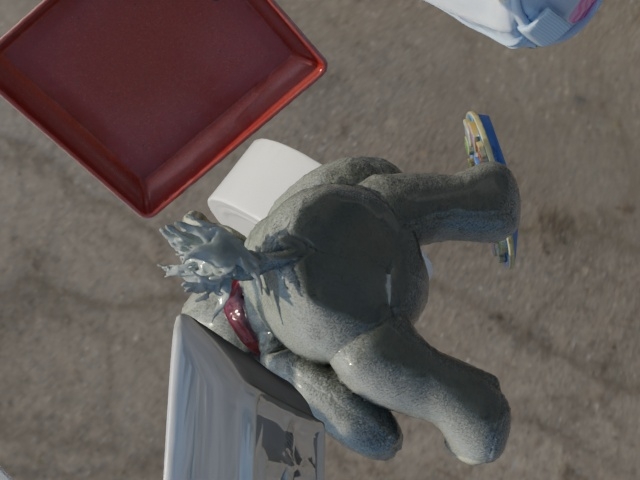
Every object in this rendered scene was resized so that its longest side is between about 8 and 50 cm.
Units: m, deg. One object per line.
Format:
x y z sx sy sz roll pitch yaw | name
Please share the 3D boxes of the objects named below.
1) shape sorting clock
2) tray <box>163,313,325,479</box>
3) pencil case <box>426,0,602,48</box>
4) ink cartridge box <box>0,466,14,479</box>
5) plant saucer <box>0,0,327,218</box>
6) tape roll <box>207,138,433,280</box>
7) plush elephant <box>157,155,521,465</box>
0.210 -0.062 1.505 0.040 0.206 0.206 -12 110 -2 | shape sorting clock
-0.025 0.123 0.538 0.030 0.270 0.145 -1 78 7 | tray
0.057 -0.211 0.769 0.273 0.113 0.124 26 78 37 | pencil case
-0.405 0.316 1.223 0.198 0.197 0.270 42 155 10 | ink cartridge box
-0.165 -0.182 1.193 0.258 0.047 0.259 -39 129 8 | plant saucer
0.000 0.000 1.488 0.286 0.286 0.100 38 79 1 | tape roll
-0.014 0.069 1.052 0.330 0.271 0.255 9 157 -22 | plush elephant
